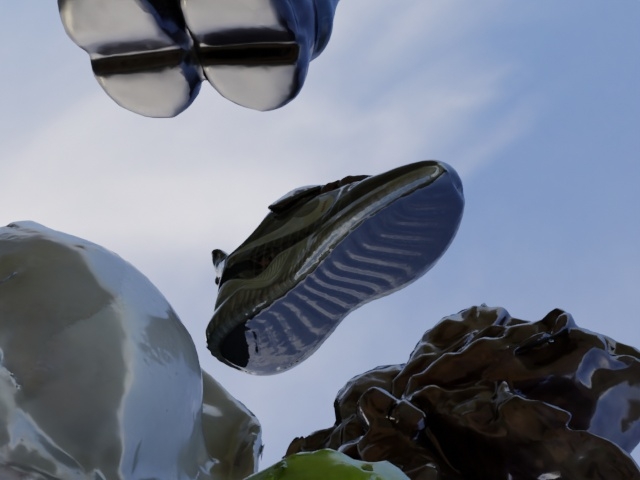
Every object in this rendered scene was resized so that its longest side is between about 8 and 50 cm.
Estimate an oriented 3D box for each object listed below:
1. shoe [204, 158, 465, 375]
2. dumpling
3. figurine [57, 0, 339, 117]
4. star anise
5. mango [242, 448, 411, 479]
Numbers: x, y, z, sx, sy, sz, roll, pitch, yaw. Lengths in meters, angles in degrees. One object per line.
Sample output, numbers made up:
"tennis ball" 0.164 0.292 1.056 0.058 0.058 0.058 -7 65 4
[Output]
"shoe" 0.000 0.000 1.414 0.227 0.099 0.112 -40 -138 15
"dumpling" -0.161 0.103 1.343 0.181 0.260 0.341 -60 -170 -9
"figurine" -0.020 -0.194 0.969 0.185 0.204 0.332 -2 -119 22
"star anise" 0.052 0.106 0.898 0.223 0.109 0.236 -40 -162 -21
"mango" -0.002 0.151 0.385 0.111 0.232 0.125 21 -157 34
